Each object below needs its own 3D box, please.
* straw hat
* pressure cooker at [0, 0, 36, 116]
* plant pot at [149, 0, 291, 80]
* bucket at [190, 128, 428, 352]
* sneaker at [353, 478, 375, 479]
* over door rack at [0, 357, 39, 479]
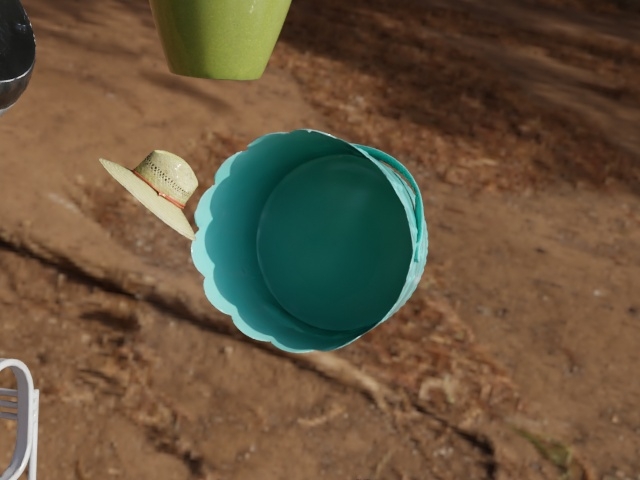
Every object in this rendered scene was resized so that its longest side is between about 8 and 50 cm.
[{"bbox_3d":[-0.178,-0.069,1.358,0.144,0.061,0.144,41,2,-2],"label":"straw hat"},{"bbox_3d":[-0.605,-0.192,1.468,0.370,0.420,0.375,58,22,14],"label":"pressure cooker"},{"bbox_3d":[-0.143,-0.385,1.723,0.274,0.293,0.275,4,12,-1],"label":"plant pot"},{"bbox_3d":[0.000,0.000,1.477,0.281,0.281,0.183,16,4,15],"label":"bucket"},{"bbox_3d":[0.050,0.399,1.489,0.125,0.104,0.262,13,34,-22],"label":"sneaker"},{"bbox_3d":[-0.322,0.251,0.955,0.239,0.324,0.108,1,10,35],"label":"over door rack"}]
